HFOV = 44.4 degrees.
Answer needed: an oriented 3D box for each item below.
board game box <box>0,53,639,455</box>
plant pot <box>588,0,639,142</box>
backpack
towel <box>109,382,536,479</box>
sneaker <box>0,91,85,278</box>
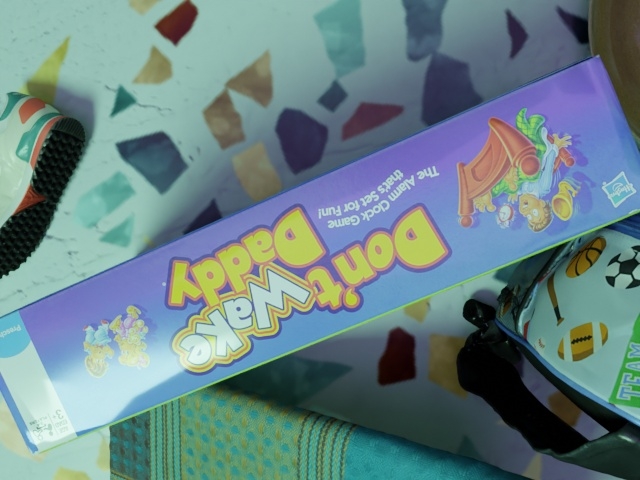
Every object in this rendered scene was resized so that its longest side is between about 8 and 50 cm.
[{"bbox_3d":[0.000,0.000,0.501,0.347,0.233,0.078,-23,94,10],"label":"board game box"},{"bbox_3d":[0.304,-0.156,0.542,0.236,0.032,0.236,1,97,7],"label":"plant pot"},{"bbox_3d":[0.244,0.071,0.464,0.276,0.263,0.213,27,100,4],"label":"backpack"},{"bbox_3d":[-0.021,0.245,0.558,0.370,0.040,0.271,9,101,36],"label":"towel"},{"bbox_3d":[-0.254,-0.043,0.624,0.075,0.057,0.161,35,102,17],"label":"sneaker"}]
